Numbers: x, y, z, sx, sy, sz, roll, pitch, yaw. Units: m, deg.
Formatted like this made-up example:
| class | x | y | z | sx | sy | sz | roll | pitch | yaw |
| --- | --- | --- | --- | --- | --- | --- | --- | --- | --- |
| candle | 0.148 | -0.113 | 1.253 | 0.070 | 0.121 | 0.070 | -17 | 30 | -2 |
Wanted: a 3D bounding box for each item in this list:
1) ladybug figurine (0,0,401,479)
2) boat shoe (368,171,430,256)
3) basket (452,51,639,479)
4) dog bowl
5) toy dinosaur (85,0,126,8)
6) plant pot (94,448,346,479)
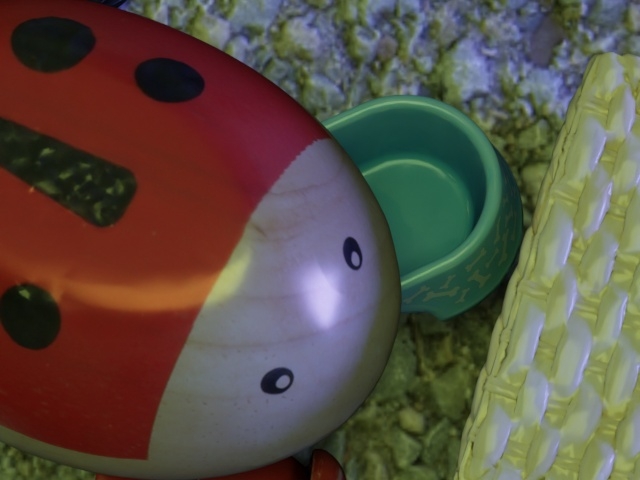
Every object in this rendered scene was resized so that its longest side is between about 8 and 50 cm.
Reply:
| class | x | y | z | sx | sy | sz | roll | pitch | yaw |
| --- | --- | --- | --- | --- | --- | --- | --- | --- | --- |
| ladybug figurine | -0.162 | -0.020 | 1.285 | 0.449 | 0.162 | 0.305 | 23 | 75 | 12 |
| boat shoe | 0.012 | 0.040 | 1.454 | 0.073 | 0.080 | 0.223 | 24 | 80 | 18 |
| basket | 0.282 | 0.082 | 1.324 | 0.328 | 0.266 | 0.331 | 18 | 79 | 9 |
| dog bowl | 0.000 | 0.000 | 1.387 | 0.297 | 0.074 | 0.166 | -24 | 71 | -3 |
| toy dinosaur | -0.238 | -0.101 | 1.472 | 0.322 | 0.164 | 0.218 | 14 | 97 | -13 |
| plant pot | -0.073 | 0.216 | 1.370 | 0.174 | 0.191 | 0.191 | 6 | 79 | -1 |
